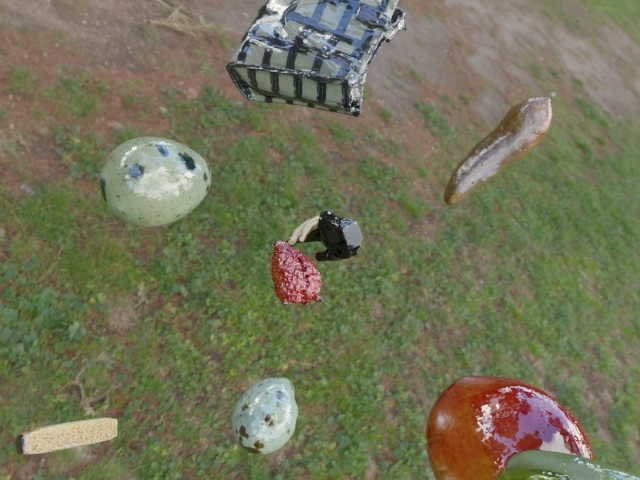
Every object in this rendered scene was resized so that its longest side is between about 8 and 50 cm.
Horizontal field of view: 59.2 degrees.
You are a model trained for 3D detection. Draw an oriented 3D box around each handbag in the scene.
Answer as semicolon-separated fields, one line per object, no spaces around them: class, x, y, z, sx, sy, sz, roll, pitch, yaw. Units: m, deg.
handbag;-0.003;-0.461;1.304;0.327;0.162;0.325;19;73;27

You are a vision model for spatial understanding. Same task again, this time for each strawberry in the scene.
strawberry;-0.077;0.106;1.877;0.175;0.098;0.228;-11;98;-11

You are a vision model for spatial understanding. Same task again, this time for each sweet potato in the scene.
sweet potato;0.370;-0.182;1.185;0.097;0.292;0.097;42;11;-10

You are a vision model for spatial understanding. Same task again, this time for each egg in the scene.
egg;-0.141;0.460;1.509;0.169;0.169;0.231;35;40;-7
egg;-0.319;-0.117;1.116;0.228;0.177;0.177;-13;62;-41

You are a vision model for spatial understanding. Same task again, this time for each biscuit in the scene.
biscuit;-0.521;0.403;1.166;0.188;0.056;0.052;3;71;-38

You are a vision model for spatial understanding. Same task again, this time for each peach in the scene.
peach;0.319;0.351;0.955;0.249;0.245;0.274;-13;63;-47

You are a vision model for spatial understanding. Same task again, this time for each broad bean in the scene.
broad bean;0.317;0.300;0.641;0.228;0.169;0.100;9;62;6

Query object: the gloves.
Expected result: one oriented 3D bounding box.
gloves;0.007;-0.004;1.999;0.152;0.301;0.197;-62;138;-50
